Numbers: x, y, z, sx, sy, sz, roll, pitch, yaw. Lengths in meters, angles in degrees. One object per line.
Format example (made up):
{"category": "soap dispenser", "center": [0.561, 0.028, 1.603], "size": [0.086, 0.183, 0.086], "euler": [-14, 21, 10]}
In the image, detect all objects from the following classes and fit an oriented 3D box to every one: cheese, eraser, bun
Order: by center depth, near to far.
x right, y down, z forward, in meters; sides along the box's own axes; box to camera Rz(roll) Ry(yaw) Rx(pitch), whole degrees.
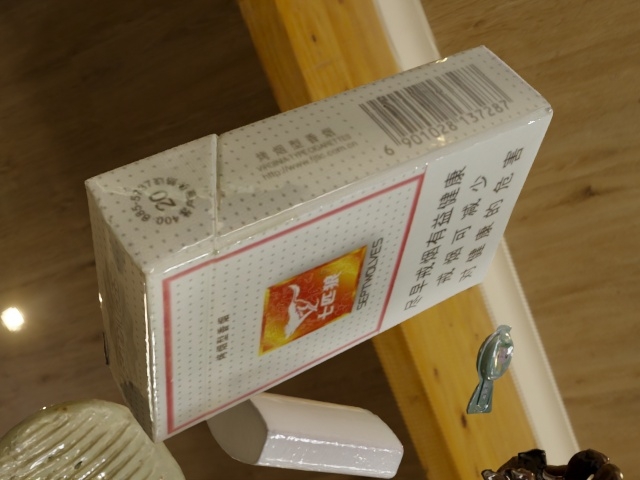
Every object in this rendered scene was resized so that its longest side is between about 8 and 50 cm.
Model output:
{"category": "bun", "center": [-0.283, 0.323, 1.001], "size": [0.273, 0.273, 0.168], "euler": [43, -40, 5]}
{"category": "cheese", "center": [0.218, 0.164, 1.105], "size": [0.026, 0.067, 0.121], "euler": [21, -82, 44]}
{"category": "eraser", "center": [-0.024, 0.294, 1.332], "size": [0.174, 0.270, 0.095], "euler": [27, -81, 52]}

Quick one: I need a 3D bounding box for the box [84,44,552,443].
{"category": "box", "center": [0.000, 0.000, 0.651], "size": [0.095, 0.330, 0.210], "euler": [50, -30, 30]}

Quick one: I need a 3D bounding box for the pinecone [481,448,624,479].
{"category": "pinecone", "center": [0.174, 0.279, 0.597], "size": [0.224, 0.224, 0.272], "euler": [-31, -75, 33]}
